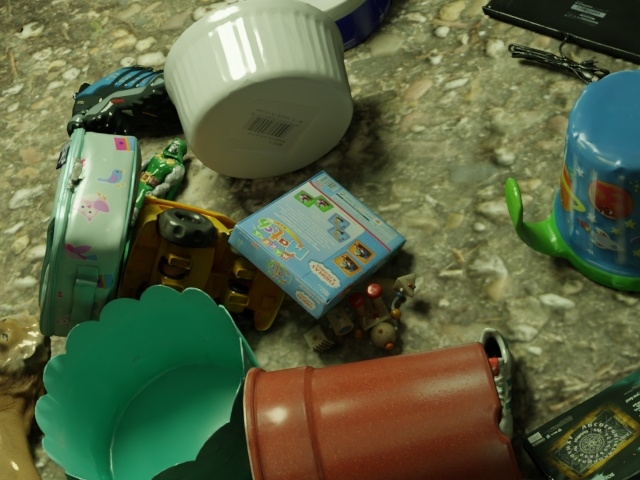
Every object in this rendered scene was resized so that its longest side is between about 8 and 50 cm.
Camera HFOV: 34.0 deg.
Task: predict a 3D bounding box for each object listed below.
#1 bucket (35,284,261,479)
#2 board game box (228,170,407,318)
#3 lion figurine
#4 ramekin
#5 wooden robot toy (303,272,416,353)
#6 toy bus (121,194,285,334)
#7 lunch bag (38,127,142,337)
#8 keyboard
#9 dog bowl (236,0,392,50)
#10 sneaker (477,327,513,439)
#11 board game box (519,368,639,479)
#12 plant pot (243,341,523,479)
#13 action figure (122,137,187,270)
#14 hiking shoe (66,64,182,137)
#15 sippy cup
[{"bbox_3d":[-0.196,0.218,1.334,0.281,0.183,0.281,-9,54,13],"label":"bucket"},{"bbox_3d":[0.000,0.000,1.415,0.160,0.039,0.211,40,39,13],"label":"board game box"},{"bbox_3d":[-0.442,0.295,1.411,0.240,0.142,0.392,-21,66,-7],"label":"lion figurine"},{"bbox_3d":[-0.084,-0.213,1.550,0.277,0.277,0.135,-19,60,4],"label":"ramekin"},{"bbox_3d":[0.067,0.113,1.396,0.173,0.076,0.079,-28,63,-2],"label":"wooden robot toy"},{"bbox_3d":[-0.169,0.020,1.487,0.220,0.150,0.211,13,19,-17],"label":"toy bus"},{"bbox_3d":[-0.315,-0.001,1.415,0.107,0.279,0.224,11,52,-9],"label":"lunch bag"},{"bbox_3d":[0.393,-0.321,1.616,0.317,0.033,0.201,26,61,32],"label":"keyboard"},{"bbox_3d":[-0.011,-0.437,1.783,0.264,0.104,0.265,-9,55,12],"label":"dog bowl"},{"bbox_3d":[0.208,0.183,1.293,0.057,0.075,0.161,-2,55,17],"label":"sneaker"},{"bbox_3d":[0.345,0.233,1.226,0.186,0.026,0.126,-29,37,-2],"label":"board game box"},{"bbox_3d":[0.080,0.242,1.172,0.265,0.272,0.273,-15,53,6],"label":"plant pot"},{"bbox_3d":[-0.285,-0.070,1.643,0.137,0.063,0.232,26,67,26],"label":"action figure"},{"bbox_3d":[-0.281,-0.252,1.735,0.303,0.113,0.132,-14,54,8],"label":"hiking shoe"},{"bbox_3d":[0.405,-0.089,1.327,0.240,0.224,0.305,35,71,33],"label":"sippy cup"}]
